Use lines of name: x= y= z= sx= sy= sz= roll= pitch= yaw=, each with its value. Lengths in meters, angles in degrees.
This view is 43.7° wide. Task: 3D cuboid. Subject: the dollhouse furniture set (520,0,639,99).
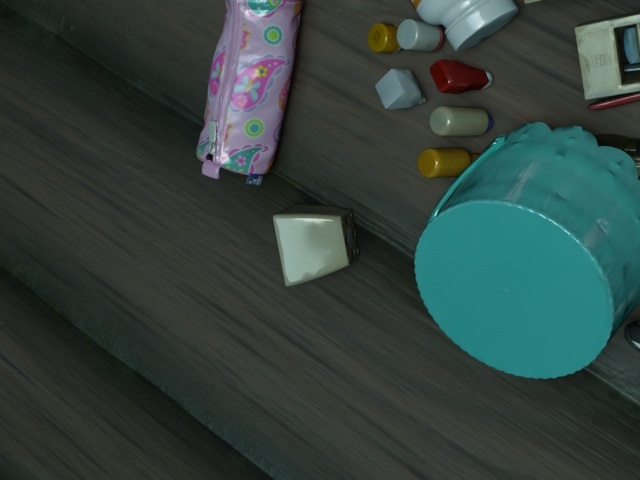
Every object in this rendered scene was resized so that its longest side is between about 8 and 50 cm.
dollhouse furniture set: x=0.316 y=-0.268 z=0.932 sx=0.129 sy=0.129 sz=0.183 roll=-5 pitch=107 yaw=30

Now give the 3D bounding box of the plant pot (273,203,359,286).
plant pot: x=0.000 y=0.000 z=1.192 sx=0.096 sy=0.109 sz=0.108 roll=-7 pitch=99 yaw=17

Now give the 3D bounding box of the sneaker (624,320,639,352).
sneaker: x=0.506 y=0.102 z=0.950 sx=0.272 sy=0.100 sz=0.107 roll=-4 pitch=92 yaw=23

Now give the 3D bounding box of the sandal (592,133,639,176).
sandal: x=0.381 y=-0.097 z=0.982 sx=0.180 sy=0.072 sz=0.049 roll=0 pitch=125 yaw=24

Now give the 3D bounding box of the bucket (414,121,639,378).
bucket: x=0.259 y=0.018 z=0.962 sx=0.281 sy=0.183 sz=0.281 roll=22 pitch=131 yaw=28

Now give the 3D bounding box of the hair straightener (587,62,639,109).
hair straightener: x=0.423 y=-0.219 z=0.930 sx=0.231 sy=0.047 sz=0.089 roll=-10 pitch=98 yaw=30

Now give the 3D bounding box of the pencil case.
pencil case: x=-0.108 y=-0.232 z=1.176 sx=0.124 sy=0.124 sz=0.284 roll=23 pitch=112 yaw=22

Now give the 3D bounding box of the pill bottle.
pill bottle: x=0.152 y=-0.352 z=1.000 sx=0.121 sy=0.121 sz=0.216 roll=-34 pitch=85 yaw=31

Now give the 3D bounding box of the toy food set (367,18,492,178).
toy food set: x=0.159 y=-0.203 z=1.071 sx=0.111 sy=0.105 sz=0.232 roll=-41 pitch=64 yaw=44
